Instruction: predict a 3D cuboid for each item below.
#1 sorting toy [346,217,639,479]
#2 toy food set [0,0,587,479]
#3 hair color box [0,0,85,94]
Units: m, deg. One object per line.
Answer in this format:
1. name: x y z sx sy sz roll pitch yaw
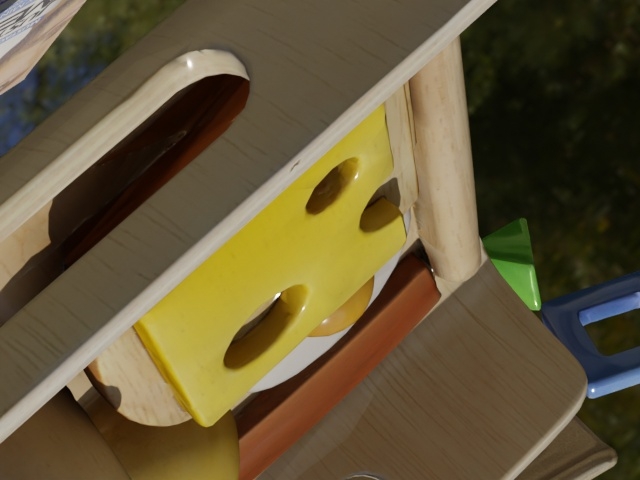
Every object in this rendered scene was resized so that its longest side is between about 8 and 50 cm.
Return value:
1. sorting toy: 0.012 0.100 0.877 0.348 0.047 0.196 -27 -140 -16
2. toy food set: -0.016 0.054 0.455 0.092 0.220 0.306 44 169 20
3. hair color box: -0.258 -0.182 1.380 0.185 0.339 0.110 -38 -88 -33
